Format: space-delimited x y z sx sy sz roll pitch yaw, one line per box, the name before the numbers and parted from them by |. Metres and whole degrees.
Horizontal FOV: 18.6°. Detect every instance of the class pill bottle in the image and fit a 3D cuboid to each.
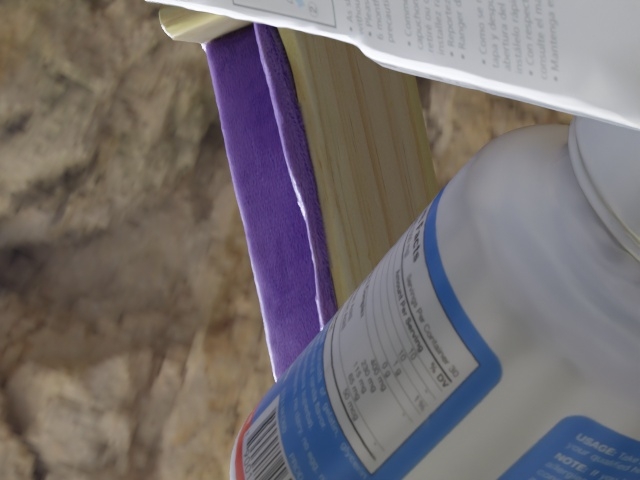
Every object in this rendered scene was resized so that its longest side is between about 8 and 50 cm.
pill bottle | 0.074 0.040 0.664 0.124 0.124 0.221 33 -54 -11

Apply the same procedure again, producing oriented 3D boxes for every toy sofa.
toy sofa | 0.000 0.000 1.243 0.150 0.177 0.362 -17 -99 38

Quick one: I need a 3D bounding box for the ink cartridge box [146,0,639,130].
ink cartridge box | 0.016 -0.183 0.536 0.060 0.239 0.275 -24 -63 -32
